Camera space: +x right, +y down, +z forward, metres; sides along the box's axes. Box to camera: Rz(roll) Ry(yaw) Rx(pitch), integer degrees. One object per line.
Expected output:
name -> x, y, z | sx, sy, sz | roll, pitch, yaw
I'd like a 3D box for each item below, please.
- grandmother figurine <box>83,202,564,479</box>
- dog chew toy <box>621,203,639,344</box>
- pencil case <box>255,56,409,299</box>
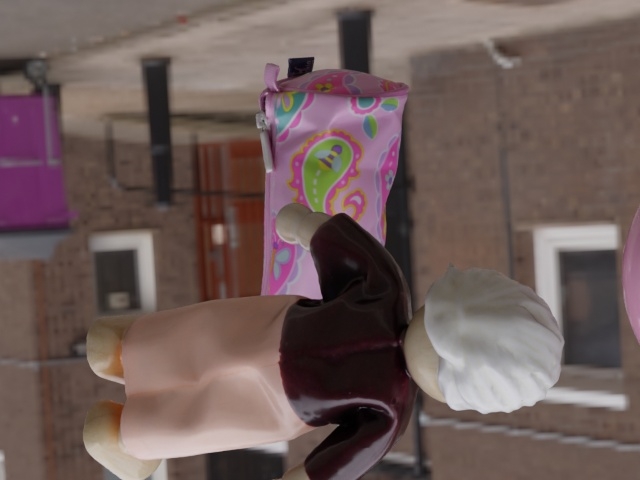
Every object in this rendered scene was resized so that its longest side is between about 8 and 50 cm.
grandmother figurine -> -0.003, 0.076, 0.926 | 0.342, 0.207, 0.104 | -9, 173, 35
dog chew toy -> 0.324, 0.078, 0.956 | 0.207, 0.332, 0.206 | -15, -140, 13
pencil case -> 0.000, 0.000, 1.146 | 0.124, 0.284, 0.124 | 4, -168, -1
